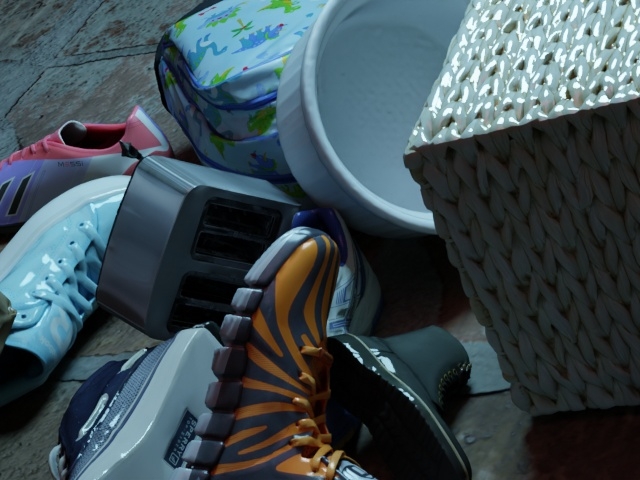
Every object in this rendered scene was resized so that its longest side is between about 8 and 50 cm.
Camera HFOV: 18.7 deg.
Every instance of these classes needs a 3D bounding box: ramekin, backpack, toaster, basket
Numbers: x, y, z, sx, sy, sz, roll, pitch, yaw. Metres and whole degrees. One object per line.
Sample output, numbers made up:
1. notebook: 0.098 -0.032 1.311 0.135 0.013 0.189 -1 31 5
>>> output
1. ramekin: 0.090 -0.131 1.924 0.277 0.277 0.135 -39 5 -23
2. backpack: -0.031 -0.166 2.145 0.290 0.273 0.355 -18 43 -2
3. toaster: -0.123 0.011 1.909 0.110 0.185 0.168 27 102 50
4. basket: 0.274 -0.071 1.672 0.266 0.328 0.331 -9 34 27

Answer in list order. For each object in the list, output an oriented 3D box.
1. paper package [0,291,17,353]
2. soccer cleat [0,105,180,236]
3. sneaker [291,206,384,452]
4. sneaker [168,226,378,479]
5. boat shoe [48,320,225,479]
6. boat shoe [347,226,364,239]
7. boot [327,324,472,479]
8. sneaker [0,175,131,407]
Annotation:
1. paper package: -0.509 0.148 1.903 0.324 0.168 0.309 9 69 31
2. soccer cleat: -0.319 -0.086 2.312 0.318 0.116 0.109 -9 34 24
3. sneaker: -0.020 0.087 1.822 0.112 0.131 0.296 -12 34 17
4. sneaker: -0.005 0.156 1.650 0.180 0.124 0.321 16 84 28
5. boat shoe: -0.191 0.225 1.762 0.158 0.127 0.340 -20 26 40
6. boat shoe: 0.000 0.000 2.025 0.152 0.056 0.049 -25 34 17
7. boot: 0.105 0.141 1.715 0.137 0.077 0.198 -9 46 -37
8. sneaker: -0.290 0.082 2.037 0.366 0.135 0.150 -42 42 -13
